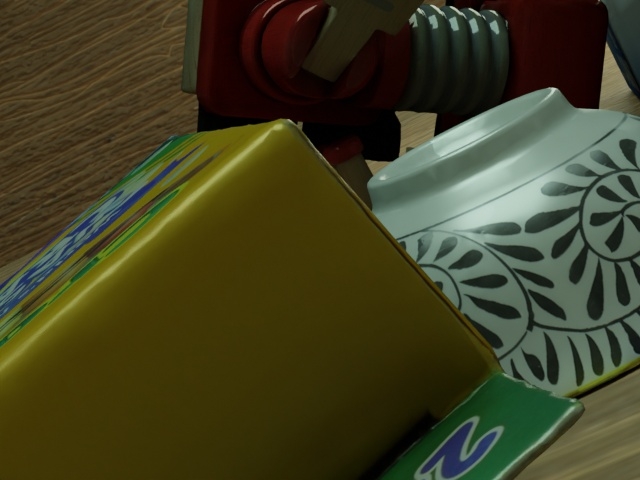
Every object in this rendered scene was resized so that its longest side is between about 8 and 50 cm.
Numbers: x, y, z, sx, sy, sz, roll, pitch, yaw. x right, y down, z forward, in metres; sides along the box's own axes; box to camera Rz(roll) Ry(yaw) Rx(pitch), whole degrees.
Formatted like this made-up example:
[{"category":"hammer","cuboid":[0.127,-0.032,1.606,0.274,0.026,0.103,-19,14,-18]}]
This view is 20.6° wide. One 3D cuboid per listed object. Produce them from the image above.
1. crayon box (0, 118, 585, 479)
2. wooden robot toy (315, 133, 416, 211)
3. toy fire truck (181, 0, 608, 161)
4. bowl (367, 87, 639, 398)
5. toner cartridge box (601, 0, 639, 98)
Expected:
[{"category":"crayon box","cuboid":[-0.074,0.062,0.484,0.203,0.083,0.323,-42,9,-6]},{"category":"wooden robot toy","cuboid":[0.000,0.000,0.907,0.079,0.076,0.173,-45,16,-33]},{"category":"toy fire truck","cuboid":[0.059,-0.112,0.898,0.217,0.158,0.246,4,6,-17]},{"category":"bowl","cuboid":[0.066,-0.001,0.612,0.170,0.080,0.170,-28,7,4]},{"category":"toner cartridge box","cuboid":[0.327,-0.190,1.018,0.348,0.075,0.165,-26,5,9]}]
